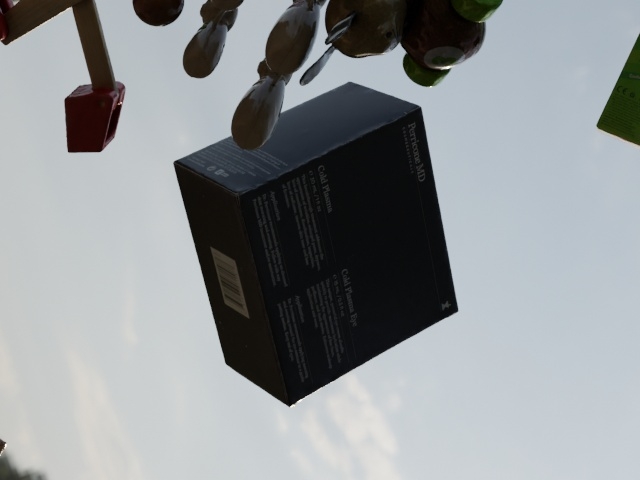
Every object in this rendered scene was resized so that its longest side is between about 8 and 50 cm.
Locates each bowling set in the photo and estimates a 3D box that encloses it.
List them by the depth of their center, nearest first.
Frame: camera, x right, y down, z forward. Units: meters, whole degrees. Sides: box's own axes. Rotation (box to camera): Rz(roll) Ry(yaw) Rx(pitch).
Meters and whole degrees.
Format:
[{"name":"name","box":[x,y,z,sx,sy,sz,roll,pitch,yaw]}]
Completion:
[{"name":"bowling set","box":[-0.081,-0.257,1.635,0.287,0.200,0.154,-55,-169,40]}]

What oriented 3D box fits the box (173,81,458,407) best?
[{"name":"box","box":[0.000,0.000,2.213,0.179,0.313,0.343,28,-43,51]}]

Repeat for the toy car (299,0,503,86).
[{"name":"toy car","box":[0.064,-0.217,1.596,0.149,0.188,0.155,51,-33,9]}]

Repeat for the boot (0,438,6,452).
[{"name":"boot","box":[-0.381,0.212,1.167,0.220,0.283,0.109,30,-41,-9]}]

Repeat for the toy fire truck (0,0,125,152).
[{"name":"toy fire truck","box":[-0.203,-0.160,1.070,0.047,0.135,0.192,-73,166,-72]}]

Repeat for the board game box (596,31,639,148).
[{"name":"board game box","box":[0.414,-0.215,1.720,0.124,0.259,0.039,25,0,15]}]

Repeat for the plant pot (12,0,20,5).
[{"name":"plant pot","box":[-0.428,-0.357,1.763,0.272,0.255,0.271,178,-90,-72]}]
